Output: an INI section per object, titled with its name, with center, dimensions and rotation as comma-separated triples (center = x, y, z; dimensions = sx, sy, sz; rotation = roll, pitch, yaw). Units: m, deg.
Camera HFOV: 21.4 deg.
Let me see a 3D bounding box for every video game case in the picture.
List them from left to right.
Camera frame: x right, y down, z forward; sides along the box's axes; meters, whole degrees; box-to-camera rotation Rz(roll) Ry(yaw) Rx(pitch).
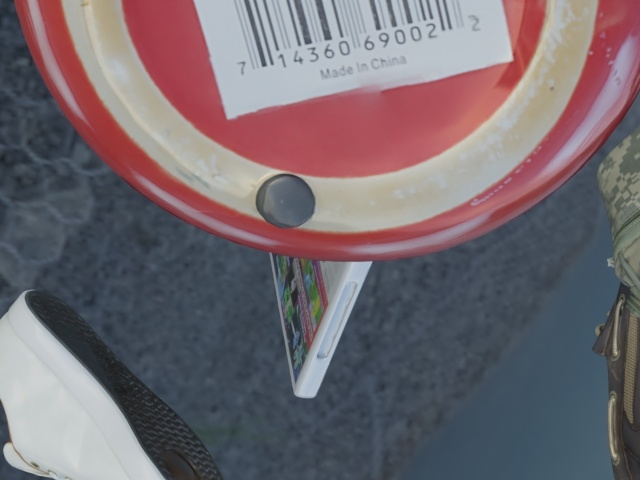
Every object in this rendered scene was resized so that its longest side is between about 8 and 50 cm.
[video game case]
center = 0.000, 0.000, 1.437
dimensions = 0.023, 0.201, 0.183
rotation = 8, 130, -17

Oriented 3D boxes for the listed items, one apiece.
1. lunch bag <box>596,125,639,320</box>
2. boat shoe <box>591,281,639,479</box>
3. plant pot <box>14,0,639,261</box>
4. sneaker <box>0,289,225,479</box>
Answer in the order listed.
[lunch bag]
center = 0.355, 0.044, 1.192
dimensions = 0.305, 0.212, 0.256
rotation = 37, 28, -30
[boat shoe]
center = 0.312, 0.083, 1.576
dimensions = 0.132, 0.130, 0.355
rotation = 33, 47, -26
[plant pot]
center = 0.010, -0.103, 0.478
dimensions = 0.174, 0.191, 0.191
rotation = -76, 160, -64
[sneaker]
center = -0.189, 0.183, 1.458
dimensions = 0.123, 0.290, 0.106
rotation = -49, 161, 15
